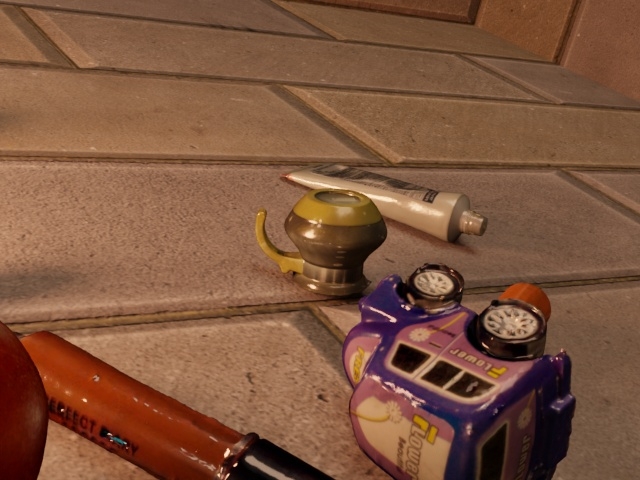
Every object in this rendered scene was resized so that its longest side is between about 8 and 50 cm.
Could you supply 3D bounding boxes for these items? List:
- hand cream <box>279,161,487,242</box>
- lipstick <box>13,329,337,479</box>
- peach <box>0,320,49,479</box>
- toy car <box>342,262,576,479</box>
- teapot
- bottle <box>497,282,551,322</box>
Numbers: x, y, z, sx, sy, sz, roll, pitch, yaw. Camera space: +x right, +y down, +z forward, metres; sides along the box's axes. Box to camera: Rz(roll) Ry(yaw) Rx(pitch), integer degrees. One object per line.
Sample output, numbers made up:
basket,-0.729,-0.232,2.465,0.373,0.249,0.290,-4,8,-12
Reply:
hand cream,0.104,-0.067,1.491,0.340,0.078,0.124,18,23,28
lipstick,-0.109,0.175,0.783,0.418,0.077,0.077,23,24,21
peach,-0.300,0.134,0.616,0.243,0.200,0.243,-7,-10,-1
toy car,0.108,0.143,0.888,0.158,0.172,0.235,-26,40,-37
teapot,0.000,0.000,1.189,0.165,0.119,0.130,6,18,1
bottle,0.225,0.110,1.142,0.069,0.069,0.187,24,26,21
